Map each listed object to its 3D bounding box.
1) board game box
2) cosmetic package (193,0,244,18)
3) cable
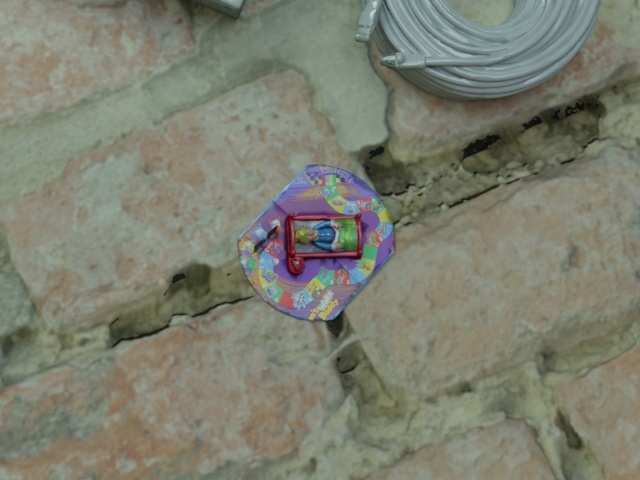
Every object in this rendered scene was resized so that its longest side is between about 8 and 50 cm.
[{"bbox_3d":[0.000,0.000,1.624,0.133,0.033,0.169,43,77,2],"label":"board game box"},{"bbox_3d":[-0.148,-0.461,1.626,0.284,0.097,0.377,22,90,-5],"label":"cosmetic package"},{"bbox_3d":[0.172,-0.274,1.675,0.257,0.089,0.257,13,77,-6],"label":"cable"}]
